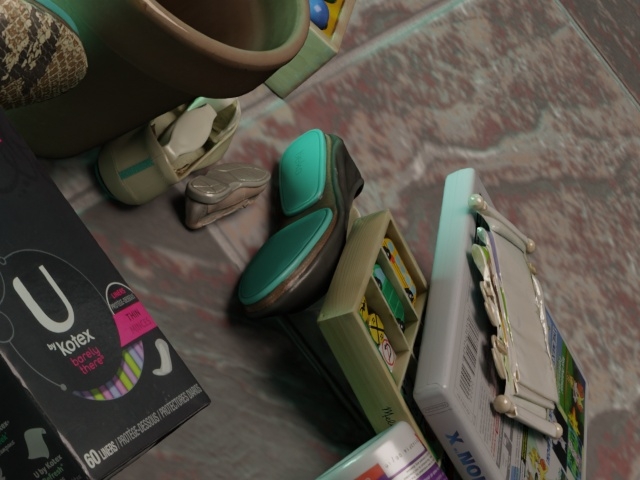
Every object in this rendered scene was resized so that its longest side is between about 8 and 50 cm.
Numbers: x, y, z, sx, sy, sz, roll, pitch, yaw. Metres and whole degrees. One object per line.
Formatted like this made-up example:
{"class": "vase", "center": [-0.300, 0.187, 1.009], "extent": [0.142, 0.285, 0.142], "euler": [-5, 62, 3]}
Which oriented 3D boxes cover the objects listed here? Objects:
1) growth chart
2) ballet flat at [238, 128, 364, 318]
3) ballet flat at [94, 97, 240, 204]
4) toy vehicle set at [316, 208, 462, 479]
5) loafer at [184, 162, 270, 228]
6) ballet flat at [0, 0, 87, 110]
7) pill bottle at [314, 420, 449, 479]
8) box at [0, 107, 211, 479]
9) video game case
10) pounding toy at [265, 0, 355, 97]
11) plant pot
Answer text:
{"class": "growth chart", "center": [0.180, 0.071, 1.733], "extent": [0.172, 0.021, 0.237], "euler": [40, 38, -52]}
{"class": "ballet flat", "center": [0.000, 0.000, 1.697], "extent": [0.096, 0.095, 0.280], "euler": [49, 31, -22]}
{"class": "ballet flat", "center": [-0.114, -0.103, 1.657], "extent": [0.086, 0.086, 0.248], "euler": [48, 31, -8]}
{"class": "toy vehicle set", "center": [0.084, 0.125, 1.645], "extent": [0.267, 0.035, 0.166], "euler": [62, 26, -25]}
{"class": "loafer", "center": [-0.088, -0.041, 1.680], "extent": [0.045, 0.039, 0.125], "euler": [25, 21, 20]}
{"class": "ballet flat", "center": [-0.399, -0.164, 1.278], "extent": [0.482, 0.164, 0.182], "euler": [27, 53, -20]}
{"class": "pill bottle", "center": [0.081, 0.255, 1.526], "extent": [0.193, 0.108, 0.108], "euler": [54, 31, 4]}
{"class": "box", "center": [-0.232, 0.061, 1.274], "extent": [0.270, 0.143, 0.165], "euler": [53, 30, 2]}
{"class": "video game case", "center": [0.178, 0.139, 1.752], "extent": [0.300, 0.036, 0.329], "euler": [59, 25, -29]}
{"class": "pounding toy", "center": [-0.066, -0.235, 1.841], "extent": [0.181, 0.094, 0.206], "euler": [42, 32, -17]}
{"class": "plant pot", "center": [-0.179, -0.187, 1.513], "extent": [0.263, 0.229, 0.263], "euler": [34, 36, -29]}
